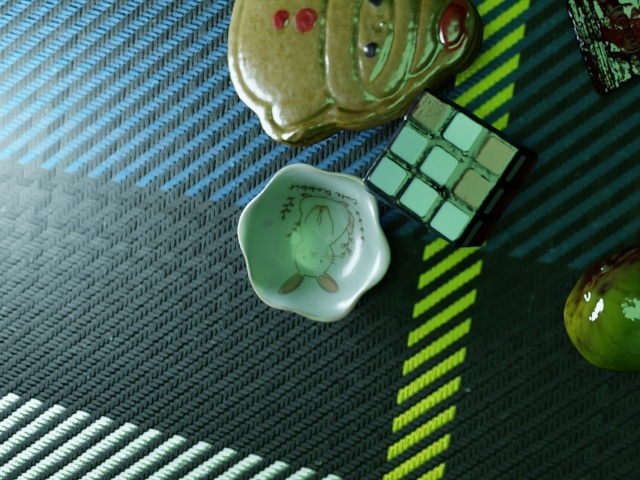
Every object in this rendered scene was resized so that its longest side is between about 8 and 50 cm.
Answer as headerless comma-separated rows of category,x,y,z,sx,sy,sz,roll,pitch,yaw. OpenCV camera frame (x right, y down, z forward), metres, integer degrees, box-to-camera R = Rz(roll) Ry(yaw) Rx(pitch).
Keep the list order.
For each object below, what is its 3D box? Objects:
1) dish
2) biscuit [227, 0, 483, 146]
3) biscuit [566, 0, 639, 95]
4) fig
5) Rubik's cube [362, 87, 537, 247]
dish,0.000,0.000,1.833,0.229,0.081,0.230,1,94,18
biscuit,0.043,-0.304,1.793,0.381,0.074,0.359,6,85,30
biscuit,0.450,-0.305,1.696,0.235,0.063,0.151,-23,94,12
fig,0.420,0.092,1.652,0.191,0.181,0.181,19,96,-5
Rubik's cube,0.178,-0.094,1.731,0.162,0.160,0.163,36,101,14
